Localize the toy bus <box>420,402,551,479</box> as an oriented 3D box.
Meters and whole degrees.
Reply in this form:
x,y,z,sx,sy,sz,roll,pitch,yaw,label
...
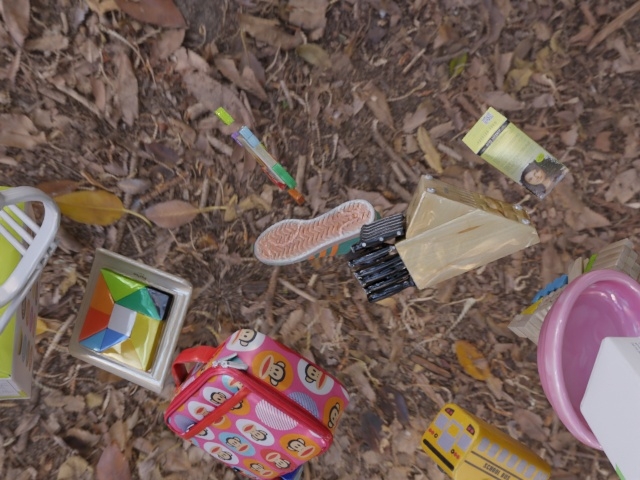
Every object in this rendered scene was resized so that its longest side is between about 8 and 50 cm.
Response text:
x,y,z,sx,sy,sz,roll,pitch,yaw,label
0.337,0.441,1.244,0.332,0.108,0.130,35,89,-33,toy bus

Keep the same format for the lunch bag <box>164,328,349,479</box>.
x,y,z,sx,sy,sz,roll,pitch,yaw,label
-0.123,0.260,1.029,0.258,0.293,0.120,36,47,-8,lunch bag

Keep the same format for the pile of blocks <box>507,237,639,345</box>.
x,y,z,sx,sy,sz,roll,pitch,yaw,label
0.622,0.141,1.531,0.112,0.362,0.149,40,39,-6,pile of blocks

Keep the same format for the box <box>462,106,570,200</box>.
x,y,z,sx,sy,sz,roll,pitch,yaw,label
0.386,-0.166,1.248,0.232,0.058,0.087,24,115,-35,box

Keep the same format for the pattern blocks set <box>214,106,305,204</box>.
x,y,z,sx,sy,sz,roll,pitch,yaw,label
-0.134,-0.194,1.457,0.026,0.325,0.285,-44,114,-2,pattern blocks set

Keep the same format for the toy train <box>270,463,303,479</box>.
x,y,z,sx,sy,sz,roll,pitch,yaw,label
-0.146,0.415,1.278,0.247,0.143,0.105,24,56,20,toy train

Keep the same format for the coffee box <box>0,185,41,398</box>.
x,y,z,sx,sy,sz,roll,pitch,yaw,label
-0.705,0.110,1.153,0.337,0.334,0.338,2,70,-18,coffee box

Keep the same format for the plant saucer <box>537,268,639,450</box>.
x,y,z,sx,sy,sz,roll,pitch,yaw,label
0.525,0.222,1.205,0.332,0.084,0.333,5,81,-30,plant saucer

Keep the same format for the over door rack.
x,y,z,sx,sy,sz,roll,pitch,yaw,label
-0.342,0.062,0.484,0.239,0.108,0.324,32,102,33,over door rack

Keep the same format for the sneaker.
x,y,z,sx,sy,sz,roll,pitch,yaw,label
0.000,0.000,1.477,0.302,0.121,0.108,-17,66,15,sneaker

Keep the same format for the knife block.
x,y,z,sx,sy,sz,roll,pitch,yaw,label
0.193,0.026,1.082,0.275,0.088,0.242,18,116,-1,knife block

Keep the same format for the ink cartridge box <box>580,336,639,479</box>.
x,y,z,sx,sy,sz,roll,pitch,yaw,label
0.442,0.197,0.641,0.272,0.198,0.115,1,119,-5,ink cartridge box

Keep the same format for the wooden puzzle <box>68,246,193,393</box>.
x,y,z,sx,sy,sz,roll,pitch,yaw,label
-0.376,0.156,1.241,0.220,0.044,0.239,19,99,13,wooden puzzle
